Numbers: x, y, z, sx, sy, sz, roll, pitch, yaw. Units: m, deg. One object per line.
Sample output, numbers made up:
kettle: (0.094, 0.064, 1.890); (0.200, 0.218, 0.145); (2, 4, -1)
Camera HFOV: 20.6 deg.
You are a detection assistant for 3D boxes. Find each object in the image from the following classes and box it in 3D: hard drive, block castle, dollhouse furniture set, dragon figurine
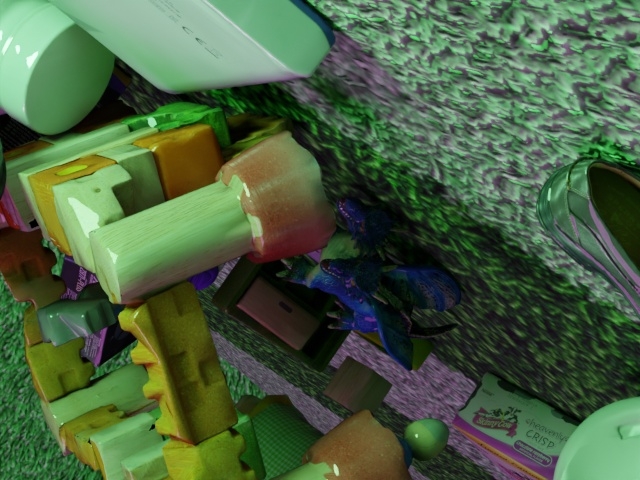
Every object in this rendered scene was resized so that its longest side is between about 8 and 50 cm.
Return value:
hard drive: (-0.128, -0.178, 1.162); (0.210, 0.040, 0.318); (39, 170, -17)
block castle: (-0.098, 0.050, 1.372); (0.453, 0.212, 0.303); (18, 128, 65)
dollhouse furniture set: (-0.054, 0.172, 1.858); (0.151, 0.301, 0.197); (38, 174, -33)
dragon figurine: (0.061, 0.051, 1.507); (0.144, 0.085, 0.289); (27, 166, 45)

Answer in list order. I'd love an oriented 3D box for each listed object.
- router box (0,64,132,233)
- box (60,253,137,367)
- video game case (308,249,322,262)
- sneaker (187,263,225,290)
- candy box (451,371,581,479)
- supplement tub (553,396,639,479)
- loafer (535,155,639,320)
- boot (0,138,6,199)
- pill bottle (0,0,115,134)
router box: (-0.316, -0.081, 1.717); (0.081, 0.243, 0.309); (38, 171, -17)
box: (-0.217, 0.028, 1.967); (0.077, 0.147, 0.180); (33, 130, 19)
video game case: (0.000, 0.000, 1.695); (0.119, 0.015, 0.166); (37, 171, -4)
sneaker: (-0.206, 0.036, 2.217); (0.102, 0.146, 0.293); (34, 171, 10)
candy box: (0.257, 0.243, 1.821); (0.159, 0.071, 0.233); (28, 168, 44)
supplement tub: (0.276, 0.221, 1.400); (0.144, 0.144, 0.200); (30, 170, 32)
loafer: (0.192, 0.017, 0.936); (0.170, 0.062, 0.061); (34, 166, 1)
boot: (-0.347, -0.009, 1.401); (0.348, 0.131, 0.260); (33, 138, 43)
pill bottle: (-0.286, -0.183, 1.412); (0.245, 0.136, 0.136); (31, 170, 26)
